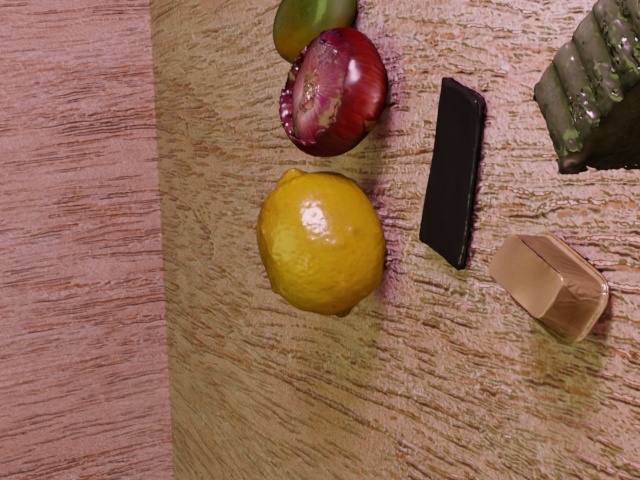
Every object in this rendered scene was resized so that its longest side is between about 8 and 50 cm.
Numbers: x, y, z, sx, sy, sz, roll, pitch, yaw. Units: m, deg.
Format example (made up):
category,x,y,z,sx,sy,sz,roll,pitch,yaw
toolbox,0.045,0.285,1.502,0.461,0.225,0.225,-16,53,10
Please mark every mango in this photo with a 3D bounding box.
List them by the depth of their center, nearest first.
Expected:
category,x,y,z,sx,sy,sz,roll,pitch,yaw
mango,-0.003,-0.411,2.317,0.251,0.114,0.156,-19,67,57

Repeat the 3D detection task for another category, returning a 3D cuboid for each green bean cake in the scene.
category,x,y,z,sx,sy,sz,roll,pitch,yaw
green bean cake,0.357,-0.170,1.206,0.255,0.241,0.132,119,139,-57

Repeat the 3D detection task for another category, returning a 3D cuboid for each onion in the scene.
category,x,y,z,sx,sy,sz,roll,pitch,yaw
onion,0.029,-0.260,2.187,0.248,0.161,0.248,19,113,56

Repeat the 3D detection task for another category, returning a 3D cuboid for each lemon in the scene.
category,x,y,z,sx,sy,sz,roll,pitch,yaw
lemon,0.000,0.000,2.235,0.288,0.234,0.233,68,156,13

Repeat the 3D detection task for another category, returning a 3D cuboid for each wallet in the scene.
category,x,y,z,sx,sy,sz,roll,pitch,yaw
wallet,0.205,-0.106,1.936,0.146,0.030,0.285,-128,39,-60

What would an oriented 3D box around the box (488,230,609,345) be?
category,x,y,z,sx,sy,sz,roll,pitch,yaw
box,0.299,0.058,1.637,0.177,0.111,0.111,-130,40,-51
